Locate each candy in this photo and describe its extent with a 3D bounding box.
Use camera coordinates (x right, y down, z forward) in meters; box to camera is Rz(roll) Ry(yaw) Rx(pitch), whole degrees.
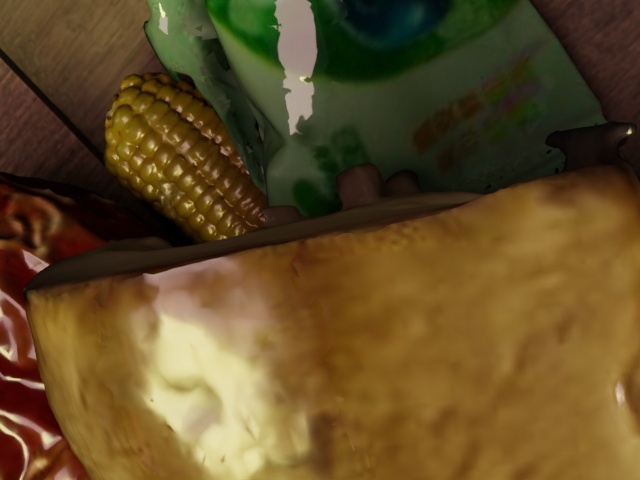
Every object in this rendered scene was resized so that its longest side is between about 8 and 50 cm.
[{"bbox_3d":[0.023,-0.136,0.954,0.263,0.172,0.398,-30,90,-6],"label":"candy"}]

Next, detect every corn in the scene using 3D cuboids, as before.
[{"bbox_3d":[0.000,0.000,1.038,0.363,0.120,0.120,36,114,7],"label":"corn"}]

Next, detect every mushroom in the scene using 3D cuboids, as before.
[{"bbox_3d":[0.038,0.164,0.798,0.224,0.313,0.397,3,107,66],"label":"mushroom"}]

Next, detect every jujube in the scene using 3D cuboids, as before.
[{"bbox_3d":[-0.173,0.110,1.046,0.377,0.276,0.276,43,115,7],"label":"jujube"}]
